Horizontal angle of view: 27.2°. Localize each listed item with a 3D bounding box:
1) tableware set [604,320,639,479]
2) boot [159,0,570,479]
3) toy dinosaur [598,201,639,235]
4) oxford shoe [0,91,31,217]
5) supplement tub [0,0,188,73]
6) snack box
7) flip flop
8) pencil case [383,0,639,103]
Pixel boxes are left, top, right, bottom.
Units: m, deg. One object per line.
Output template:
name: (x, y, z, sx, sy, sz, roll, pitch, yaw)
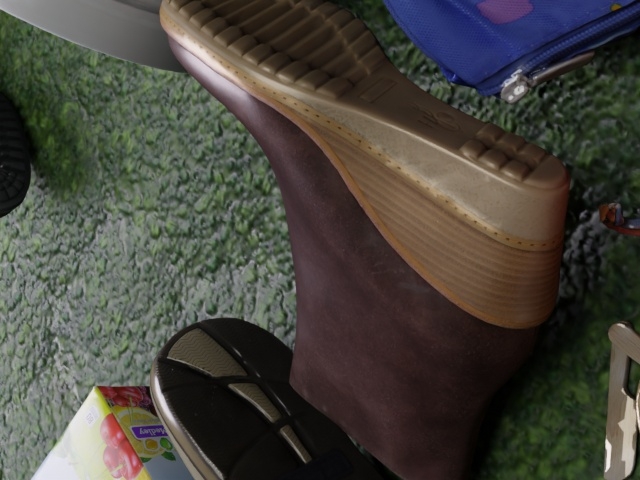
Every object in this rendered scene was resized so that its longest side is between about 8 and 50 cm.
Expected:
tableware set: (0.173, 0.130, 0.593, 0.128, 0.039, 0.194, 1, 87, 42)
boot: (0.000, 0.000, 0.675, 0.248, 0.090, 0.206, 34, 131, 24)
toy dinosaur: (0.170, -0.007, 0.603, 0.082, 0.047, 0.090, -28, 69, 38)
oxford shoe: (-0.288, -0.080, 1.008, 0.227, 0.083, 0.096, 48, 135, 34)
supplement tub: (-0.080, -0.275, 0.728, 0.228, 0.228, 0.316, 41, 112, 36)
snack box: (-0.112, 0.223, 0.818, 0.174, 0.070, 0.207, -53, 54, 25)
flip flop: (-0.014, 0.167, 0.724, 0.277, 0.112, 0.080, 56, 146, 27)
pencil case: (0.159, -0.162, 0.578, 0.306, 0.119, 0.133, -23, 77, 38)
